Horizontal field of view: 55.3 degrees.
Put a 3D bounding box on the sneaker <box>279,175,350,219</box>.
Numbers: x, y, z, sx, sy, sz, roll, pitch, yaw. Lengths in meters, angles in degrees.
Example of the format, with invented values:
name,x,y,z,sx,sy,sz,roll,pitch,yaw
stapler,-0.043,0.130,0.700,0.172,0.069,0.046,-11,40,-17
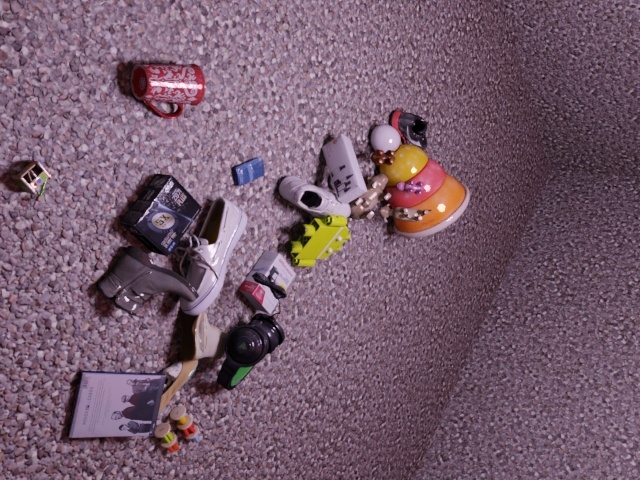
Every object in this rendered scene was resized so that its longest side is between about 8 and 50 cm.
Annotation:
name,x,y,z,sx,sy,sz,roll,pitch,yaw
sneaker,-0.002,-0.122,2.133,0.305,0.152,0.114,19,102,-38

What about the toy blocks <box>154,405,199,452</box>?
name,x,y,z,sx,sy,sz,roll,pitch,yaw
toy blocks,-0.438,0.606,1.895,0.123,0.054,0.148,-47,132,-34

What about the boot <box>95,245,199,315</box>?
name,x,y,z,sx,sy,sz,roll,pitch,yaw
boot,-0.473,0.141,1.670,0.247,0.083,0.161,35,70,-14

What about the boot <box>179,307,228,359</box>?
name,x,y,z,sx,sy,sz,roll,pitch,yaw
boot,-0.355,0.263,1.892,0.165,0.077,0.213,19,68,-60

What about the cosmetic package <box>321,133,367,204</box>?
name,x,y,z,sx,sy,sz,roll,pitch,yaw
cosmetic package,0.084,-0.257,2.183,0.060,0.099,0.238,26,41,-51

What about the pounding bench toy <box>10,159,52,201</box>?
name,x,y,z,sx,sy,sz,roll,pitch,yaw
pounding bench toy,-0.665,-0.140,1.433,0.065,0.052,0.083,-54,135,-28

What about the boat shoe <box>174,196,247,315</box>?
name,x,y,z,sx,sy,sz,roll,pitch,yaw
boat shoe,-0.346,0.031,1.801,0.156,0.136,0.366,44,63,-47

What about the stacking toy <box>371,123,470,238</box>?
name,x,y,z,sx,sy,sz,roll,pitch,yaw
stacking toy,0.366,-0.279,2.508,0.350,0.351,0.479,-50,118,-31

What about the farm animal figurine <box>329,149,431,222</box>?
name,x,y,z,sx,sy,sz,roll,pitch,yaw
farm animal figurine,0.227,-0.175,2.369,0.327,0.172,0.330,-29,99,-15

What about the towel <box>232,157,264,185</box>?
name,x,y,z,sx,sy,sz,roll,pitch,yaw
towel,-0.228,-0.221,1.964,0.119,0.029,0.067,-32,123,-42

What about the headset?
name,x,y,z,sx,sy,sz,roll,pitch,yaw
headset,-0.226,0.298,1.961,0.394,0.185,0.243,-58,169,20

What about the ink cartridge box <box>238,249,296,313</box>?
name,x,y,z,sx,sy,sz,roll,pitch,yaw
ink cartridge box,-0.179,0.140,2.079,0.175,0.072,0.127,-57,136,-23

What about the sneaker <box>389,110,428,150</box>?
name,x,y,z,sx,sy,sz,roll,pitch,yaw
sneaker,0.406,-0.455,2.597,0.276,0.135,0.097,37,69,-50

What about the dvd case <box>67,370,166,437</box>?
name,x,y,z,sx,sy,sz,roll,pitch,yaw
dvd case,-0.559,0.453,1.686,0.239,0.030,0.179,12,89,-36

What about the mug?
name,x,y,z,sx,sy,sz,roll,pitch,yaw
mug,-0.409,-0.403,1.637,0.169,0.113,0.150,-11,105,-46

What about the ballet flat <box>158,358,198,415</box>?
name,x,y,z,sx,sy,sz,roll,pitch,yaw
ballet flat,-0.454,0.426,1.816,0.073,0.080,0.232,52,59,-31

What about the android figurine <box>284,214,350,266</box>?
name,x,y,z,sx,sy,sz,roll,pitch,yaw
android figurine,0.000,0.000,2.193,0.273,0.056,0.248,6,131,-50

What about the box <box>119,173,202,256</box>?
name,x,y,z,sx,sy,sz,roll,pitch,yaw
box,-0.441,-0.072,1.703,0.180,0.078,0.147,-59,137,-23

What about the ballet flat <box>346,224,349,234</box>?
name,x,y,z,sx,sy,sz,roll,pitch,yaw
ballet flat,0.063,-0.083,2.324,0.203,0.074,0.074,48,62,-42
